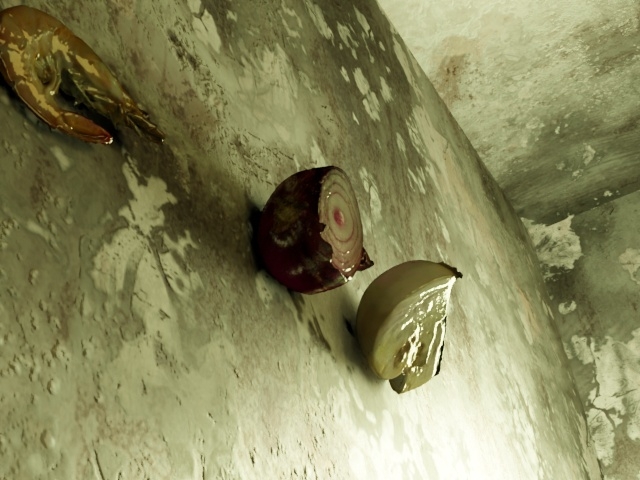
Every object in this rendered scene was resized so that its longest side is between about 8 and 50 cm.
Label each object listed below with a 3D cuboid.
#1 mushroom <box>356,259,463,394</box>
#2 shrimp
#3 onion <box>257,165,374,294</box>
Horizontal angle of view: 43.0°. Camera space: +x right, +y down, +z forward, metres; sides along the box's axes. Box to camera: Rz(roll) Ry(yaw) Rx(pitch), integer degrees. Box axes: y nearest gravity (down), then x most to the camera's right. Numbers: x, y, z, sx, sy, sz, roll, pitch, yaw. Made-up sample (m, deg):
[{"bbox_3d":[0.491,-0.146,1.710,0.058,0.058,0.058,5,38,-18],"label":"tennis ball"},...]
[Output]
[{"bbox_3d":[0.113,0.141,1.415,0.162,0.173,0.236,37,-51,48],"label":"mushroom"},{"bbox_3d":[-0.268,-0.164,0.909,0.236,0.053,0.133,42,30,-40],"label":"shrimp"},{"bbox_3d":[0.000,0.000,1.250,0.218,0.140,0.195,36,40,-52],"label":"onion"}]
